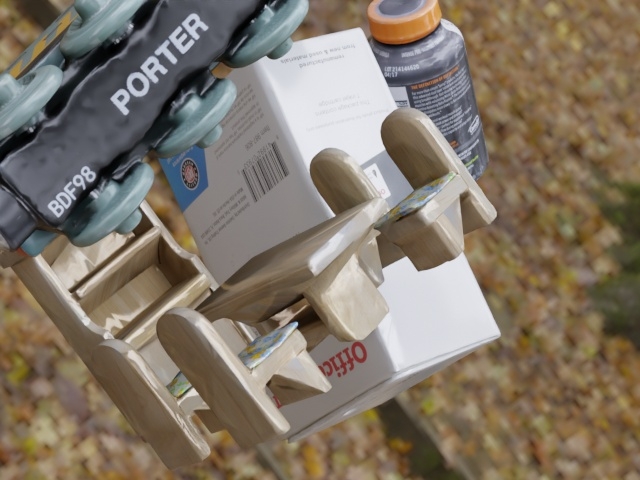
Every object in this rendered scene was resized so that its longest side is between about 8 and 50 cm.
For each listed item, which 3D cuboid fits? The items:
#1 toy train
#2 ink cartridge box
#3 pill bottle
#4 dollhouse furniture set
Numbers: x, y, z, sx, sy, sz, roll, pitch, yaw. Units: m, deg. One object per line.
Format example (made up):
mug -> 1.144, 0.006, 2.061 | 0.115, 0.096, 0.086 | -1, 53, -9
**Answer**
toy train -> -0.146, -0.122, 1.259 | 0.142, 0.334, 0.190 | 47, -20, -20
ink cartridge box -> 0.000, 0.000, 2.009 | 0.166, 0.285, 0.395 | -17, 78, -33
pill bottle -> 0.123, -0.185, 2.130 | 0.130, 0.130, 0.246 | -92, 169, -55
dollhouse furniture set -> -0.105, 0.020, 1.721 | 0.256, 0.394, 0.362 | 53, 53, -8
